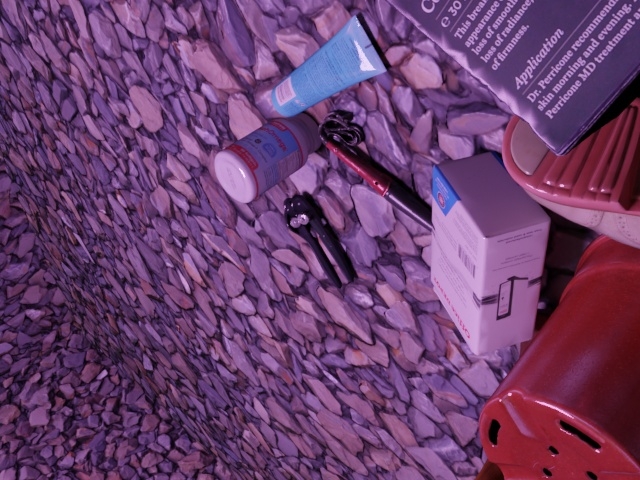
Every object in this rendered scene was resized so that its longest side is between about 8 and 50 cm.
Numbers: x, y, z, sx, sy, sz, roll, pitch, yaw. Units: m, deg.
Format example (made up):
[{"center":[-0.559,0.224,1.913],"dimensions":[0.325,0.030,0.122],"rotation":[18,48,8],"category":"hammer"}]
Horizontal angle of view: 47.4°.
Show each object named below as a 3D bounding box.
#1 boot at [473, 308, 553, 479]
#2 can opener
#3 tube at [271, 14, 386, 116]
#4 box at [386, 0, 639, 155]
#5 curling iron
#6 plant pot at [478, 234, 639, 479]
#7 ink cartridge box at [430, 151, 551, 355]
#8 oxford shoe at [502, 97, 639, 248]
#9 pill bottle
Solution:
[{"center":[0.244,0.257,0.950],"dimensions":[0.096,0.280,0.264],"rotation":[27,141,37],"category":"boot"},{"center":[0.000,0.000,1.258],"dimensions":[0.059,0.073,0.186],"rotation":[-34,98,21],"category":"can opener"},{"center":[0.005,-0.230,1.009],"dimensions":[0.080,0.052,0.207],"rotation":[54,145,-12],"category":"tube"},{"center":[0.173,-0.293,0.469],"dimensions":[0.312,0.179,0.343],"rotation":[45,125,12],"category":"box"},{"center":[0.095,-0.086,1.043],"dimensions":[0.274,0.035,0.068],"rotation":[47,150,11],"category":"curling iron"},{"center":[0.322,0.161,0.761],"dimensions":[0.272,0.265,0.272],"rotation":[35,146,29],"category":"plant pot"},{"center":[0.202,0.018,0.901],"dimensions":[0.148,0.086,0.203],"rotation":[-114,12,-46],"category":"ink cartridge box"},{"center":[0.371,-0.037,0.663],"dimensions":[0.397,0.140,0.146],"rotation":[25,176,29],"category":"oxford shoe"},{"center":[-0.076,-0.131,1.106],"dimensions":[0.087,0.160,0.087],"rotation":[34,145,28],"category":"pill bottle"}]
